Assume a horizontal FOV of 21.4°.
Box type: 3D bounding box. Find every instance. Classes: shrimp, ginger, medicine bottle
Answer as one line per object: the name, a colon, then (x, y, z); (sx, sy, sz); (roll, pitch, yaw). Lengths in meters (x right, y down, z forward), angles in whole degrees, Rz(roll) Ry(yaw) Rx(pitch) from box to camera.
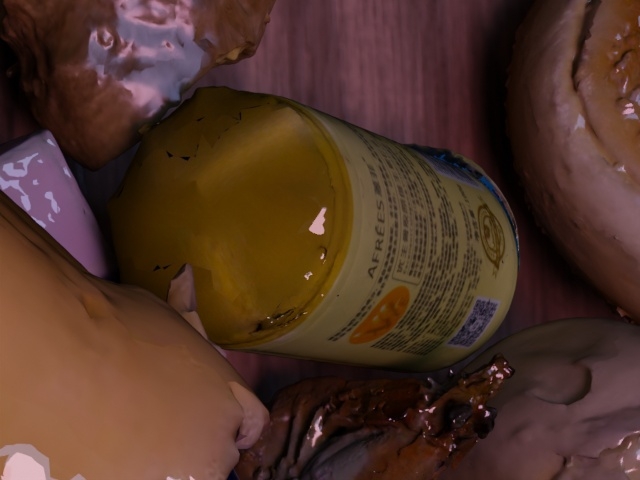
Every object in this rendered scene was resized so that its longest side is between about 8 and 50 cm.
shrimp: (0.017, 0.101, 0.819); (0.043, 0.184, 0.091); (13, 56, -50)
ginger: (-0.127, -0.181, 0.788); (0.219, 0.123, 0.270); (-48, 110, -27)
medicine bottle: (0.000, 0.000, 0.805); (0.239, 0.124, 0.124); (13, 75, -60)

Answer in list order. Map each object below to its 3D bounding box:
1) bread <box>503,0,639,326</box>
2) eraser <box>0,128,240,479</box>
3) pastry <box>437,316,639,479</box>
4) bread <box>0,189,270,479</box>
bread: (0.251, -0.056, 0.986); (0.306, 0.159, 0.305); (5, 65, -11)
eraser: (-0.120, 0.105, 0.775); (0.130, 0.086, 0.287); (-35, 103, -33)
pastry: (0.148, 0.165, 0.857); (0.133, 0.265, 0.265); (-30, 101, -34)
bread: (-0.264, 0.028, 0.546); (0.394, 0.361, 0.250); (45, 20, -19)
